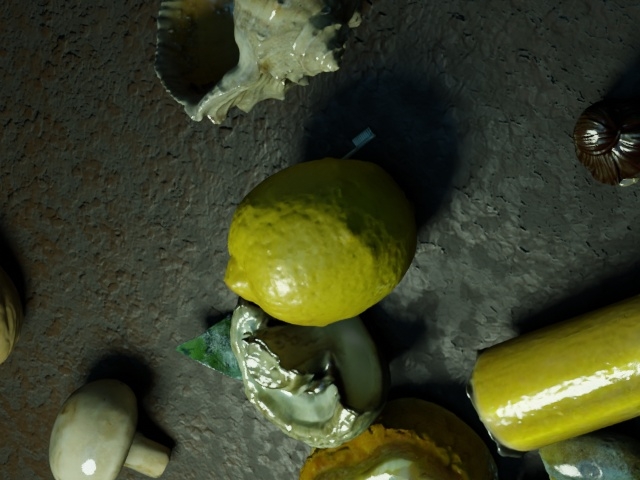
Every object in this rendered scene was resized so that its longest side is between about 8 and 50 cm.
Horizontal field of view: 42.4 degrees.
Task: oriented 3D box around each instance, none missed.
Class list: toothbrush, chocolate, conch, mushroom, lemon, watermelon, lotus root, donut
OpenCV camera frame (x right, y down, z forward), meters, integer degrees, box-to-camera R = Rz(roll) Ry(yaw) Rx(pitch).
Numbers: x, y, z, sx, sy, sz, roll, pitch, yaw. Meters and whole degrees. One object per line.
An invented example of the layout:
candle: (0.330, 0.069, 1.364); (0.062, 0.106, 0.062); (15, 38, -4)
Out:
toothbrush: (-0.003, -0.099, 1.241); (0.219, 0.016, 0.019); (-37, 88, 27)
chocolate: (0.394, 0.151, 1.016); (0.445, 0.162, 0.162); (-31, 93, 45)
conch: (-0.082, -0.293, 1.121); (0.297, 0.210, 0.352); (-49, 40, 11)
mushroom: (-0.361, 0.356, 1.449); (0.215, 0.207, 0.207); (26, 118, -22)
lemon: (0.000, 0.000, 1.142); (0.288, 0.233, 0.233); (-22, 98, -6)
mushroom: (-0.024, 0.184, 1.249); (0.267, 0.189, 0.164); (37, 132, 8)
watermelon: (-0.142, 0.187, 1.372); (0.155, 0.080, 0.101); (32, 80, 13)
lotus root: (0.406, 0.317, 1.159); (0.192, 0.088, 0.113); (-1, 131, 28)
donut: (0.109, 0.406, 1.271); (0.330, 0.160, 0.330); (6, 105, 23)

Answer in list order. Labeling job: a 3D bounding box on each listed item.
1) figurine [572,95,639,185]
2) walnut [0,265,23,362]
figurine: (0.463, -0.085, 1.002); (0.315, 0.168, 0.187); (27, 125, 22)
walnut: (-0.651, 0.119, 1.466); (0.225, 0.225, 0.261); (-27, 89, 27)
